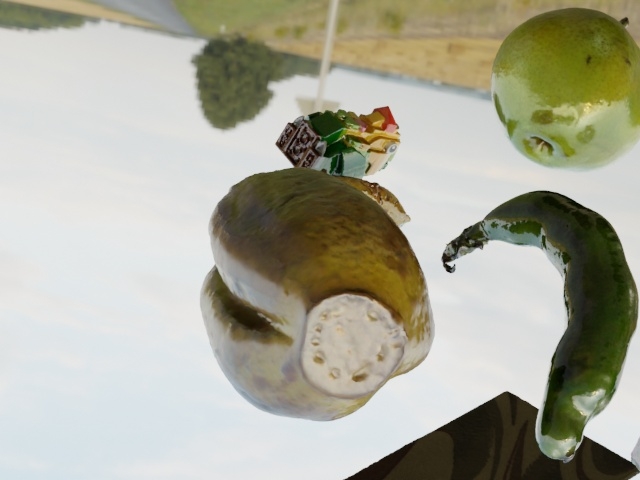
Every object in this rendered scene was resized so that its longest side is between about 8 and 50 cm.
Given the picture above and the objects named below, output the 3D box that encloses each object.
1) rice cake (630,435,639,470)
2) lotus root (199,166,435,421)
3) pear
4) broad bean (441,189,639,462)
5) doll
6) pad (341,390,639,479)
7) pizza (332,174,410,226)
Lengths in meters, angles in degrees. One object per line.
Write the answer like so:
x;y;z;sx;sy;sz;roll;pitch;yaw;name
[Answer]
0.273;0.095;0.809;0.036;0.207;0.047;-4;-149;-32;rice cake
-0.013;0.048;0.913;0.193;0.193;0.291;7;-169;-22;lotus root
0.281;-0.177;1.215;0.180;0.216;0.166;46;161;-28;pear
0.187;0.044;0.914;0.049;0.144;0.292;36;-162;-29;broad bean
0.026;-0.120;1.558;0.186;0.134;0.106;-20;-130;-26;doll
0.164;0.272;1.250;0.330;0.004;0.220;-23;-150;-30;pad
0.000;0.000;1.380;0.085;0.161;0.305;26;-149;38;pizza
